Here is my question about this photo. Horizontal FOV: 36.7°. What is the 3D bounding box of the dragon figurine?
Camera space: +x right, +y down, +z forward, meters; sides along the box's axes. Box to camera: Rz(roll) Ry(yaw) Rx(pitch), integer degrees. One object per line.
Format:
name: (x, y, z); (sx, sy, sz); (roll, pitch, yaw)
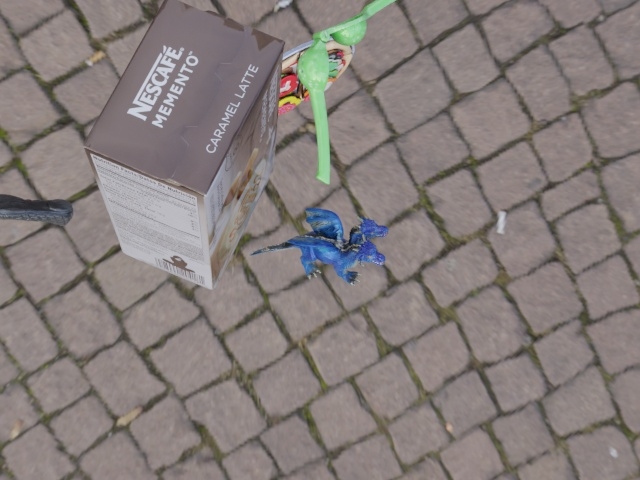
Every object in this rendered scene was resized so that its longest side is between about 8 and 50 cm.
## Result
dragon figurine: (0.000, 0.000, 1.688); (0.289, 0.144, 0.085); (15, 59, 27)

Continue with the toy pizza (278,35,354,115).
toy pizza: (-0.032, -0.242, 1.480); (0.201, 0.201, 0.032); (-29, 78, 0)

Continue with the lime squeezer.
lime squeezer: (0.040, -0.232, 1.206); (0.110, 0.059, 0.310); (29, 85, -3)

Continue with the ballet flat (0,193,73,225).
ballet flat: (-0.508, -0.046, 1.646); (0.173, 0.057, 0.049); (4, 129, -27)

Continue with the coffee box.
coffee box: (-0.105, -0.068, 0.800); (0.098, 0.246, 0.141); (23, 71, 3)
